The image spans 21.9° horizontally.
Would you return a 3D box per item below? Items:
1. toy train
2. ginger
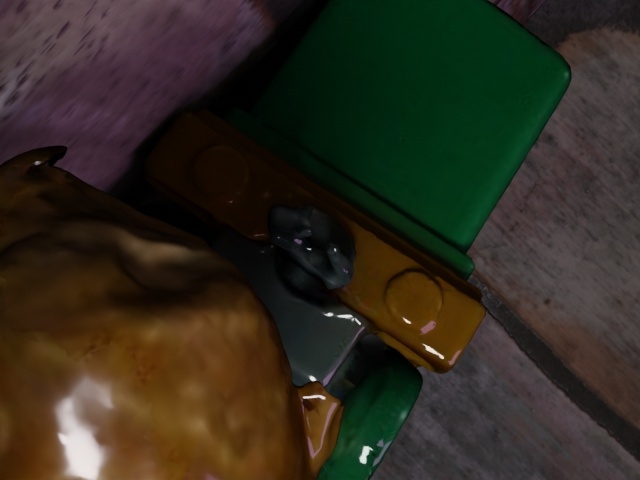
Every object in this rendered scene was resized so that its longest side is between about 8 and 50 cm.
[{"bbox_3d":[0.000,0.000,0.900,0.249,0.178,0.429,-57,179,-11],"label":"toy train"},{"bbox_3d":[-0.135,0.128,0.584,0.254,0.176,0.418,-52,-174,-29],"label":"ginger"}]
